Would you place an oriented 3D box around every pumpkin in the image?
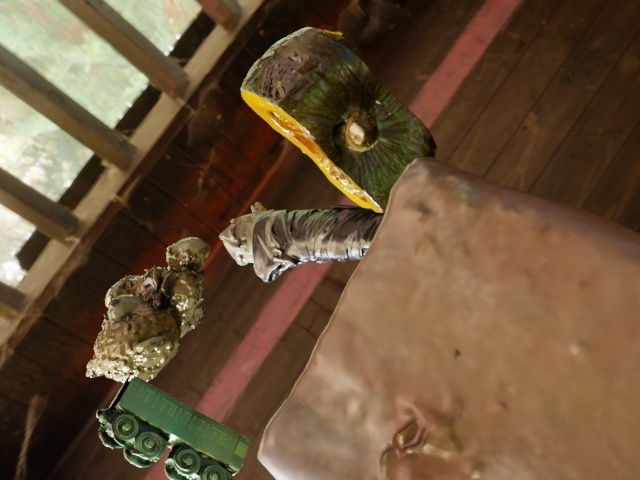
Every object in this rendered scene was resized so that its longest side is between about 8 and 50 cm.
[{"bbox_3d":[0.040,-0.163,1.026,0.139,0.317,0.222,-49,-156,-8],"label":"pumpkin"}]

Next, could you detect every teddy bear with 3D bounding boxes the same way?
[{"bbox_3d":[-0.302,0.140,1.231,0.267,0.156,0.256,-29,-164,33],"label":"teddy bear"}]

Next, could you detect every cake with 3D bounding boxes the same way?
[{"bbox_3d":[0.132,0.115,0.495,0.230,0.309,0.237,28,-98,20],"label":"cake"}]

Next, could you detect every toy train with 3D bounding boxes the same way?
[{"bbox_3d":[-0.139,0.187,0.663,0.038,0.148,0.071,-49,-167,44],"label":"toy train"}]

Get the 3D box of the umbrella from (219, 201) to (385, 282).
[{"bbox_3d":[-0.003,0.005,0.955,0.113,0.106,0.358,-36,-158,-33],"label":"umbrella"}]
